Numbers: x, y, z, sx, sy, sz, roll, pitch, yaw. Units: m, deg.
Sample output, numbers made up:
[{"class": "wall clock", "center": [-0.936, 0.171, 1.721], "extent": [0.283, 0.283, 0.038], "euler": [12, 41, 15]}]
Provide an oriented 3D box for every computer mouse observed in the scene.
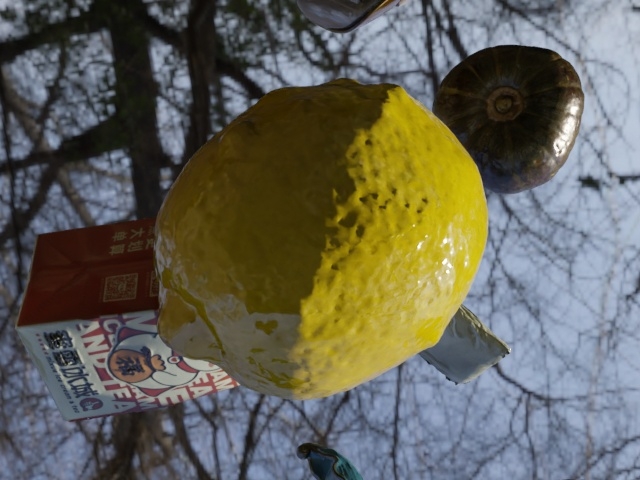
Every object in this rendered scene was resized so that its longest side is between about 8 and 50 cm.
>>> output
[{"class": "computer mouse", "center": [0.061, -0.350, 1.392], "extent": [0.158, 0.072, 0.310], "euler": [-40, -154, -5]}]

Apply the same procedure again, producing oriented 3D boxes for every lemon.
[{"class": "lemon", "center": [0.000, 0.000, 0.791], "extent": [0.288, 0.233, 0.233], "euler": [-30, -148, -21]}]

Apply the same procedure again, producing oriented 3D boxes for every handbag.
[{"class": "handbag", "center": [-0.150, 0.073, 1.090], "extent": [0.298, 0.171, 0.151], "euler": [-8, -137, 3]}]

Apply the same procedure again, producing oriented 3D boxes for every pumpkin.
[{"class": "pumpkin", "center": [0.267, -0.174, 1.489], "extent": [0.219, 0.219, 0.162], "euler": [-1, 180, 12]}]

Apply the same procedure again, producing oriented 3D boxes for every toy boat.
[{"class": "toy boat", "center": [0.018, 0.382, 1.561], "extent": [0.077, 0.075, 0.185], "euler": [9, -142, -26]}]

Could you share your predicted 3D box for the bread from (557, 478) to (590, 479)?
[{"class": "bread", "center": [0.310, 0.288, 0.999], "extent": [0.119, 0.067, 0.192], "euler": [-10, -160, -30]}]

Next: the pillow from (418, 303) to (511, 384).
[{"class": "pillow", "center": [0.136, 0.105, 1.368], "extent": [0.128, 0.229, 0.051], "euler": [-44, -171, 49]}]
